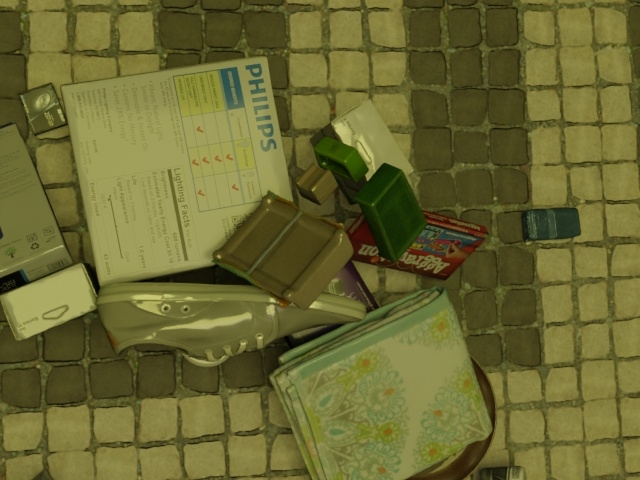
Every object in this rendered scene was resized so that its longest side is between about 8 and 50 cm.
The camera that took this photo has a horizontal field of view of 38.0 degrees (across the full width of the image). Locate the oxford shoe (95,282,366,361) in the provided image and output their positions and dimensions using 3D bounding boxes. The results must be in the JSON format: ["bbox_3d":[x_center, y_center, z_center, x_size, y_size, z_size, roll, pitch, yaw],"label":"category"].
[{"bbox_3d":[-0.147,0.138,1.552,0.449,0.169,0.130,0,81,-6],"label":"oxford shoe"}]

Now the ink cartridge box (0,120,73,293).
[{"bbox_3d":[-0.570,-0.061,1.659,0.165,0.065,0.333,-23,57,-11],"label":"ink cartridge box"}]

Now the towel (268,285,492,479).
[{"bbox_3d":[0.118,0.296,1.743,0.374,0.090,0.321,-23,109,-13],"label":"towel"}]

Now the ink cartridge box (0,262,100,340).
[{"bbox_3d":[-0.470,0.105,1.649,0.153,0.208,0.087,-23,93,-11],"label":"ink cartridge box"}]

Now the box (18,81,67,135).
[{"bbox_3d":[-0.522,-0.247,1.748,0.067,0.018,0.083,-20,92,-11],"label":"box"}]

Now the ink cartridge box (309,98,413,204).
[{"bbox_3d":[0.074,-0.163,1.760,0.092,0.219,0.160,-33,95,-11],"label":"ink cartridge box"}]

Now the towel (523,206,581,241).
[{"bbox_3d":[0.480,-0.035,1.934,0.119,0.029,0.067,-4,89,-11],"label":"towel"}]

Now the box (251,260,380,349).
[{"bbox_3d":[0.004,0.132,1.799,0.184,0.103,0.261,-32,94,-8],"label":"box"}]

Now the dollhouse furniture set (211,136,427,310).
[{"bbox_3d":[0.000,0.000,1.557,0.301,0.197,0.151,-49,140,-18],"label":"dollhouse furniture set"}]

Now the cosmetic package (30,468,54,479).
[{"bbox_3d":[-0.486,0.486,1.621,0.085,0.231,0.117,-39,96,-10],"label":"cosmetic package"}]

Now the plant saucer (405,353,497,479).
[{"bbox_3d":[0.199,0.346,1.856,0.310,0.050,0.311,0,89,-11],"label":"plant saucer"}]

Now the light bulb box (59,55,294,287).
[{"bbox_3d":[-0.254,-0.118,1.692,0.361,0.225,0.358,-11,90,-13],"label":"light bulb box"}]

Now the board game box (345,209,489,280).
[{"bbox_3d":[0.175,0.002,1.775,0.281,0.145,0.027,12,43,-34],"label":"board game box"}]

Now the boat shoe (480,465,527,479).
[{"bbox_3d":[0.371,0.596,1.860,0.102,0.108,0.301,-5,103,20],"label":"boat shoe"}]

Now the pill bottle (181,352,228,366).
[{"bbox_3d":[-0.215,0.172,1.712,0.108,0.180,0.108,0,88,-11],"label":"pill bottle"}]
